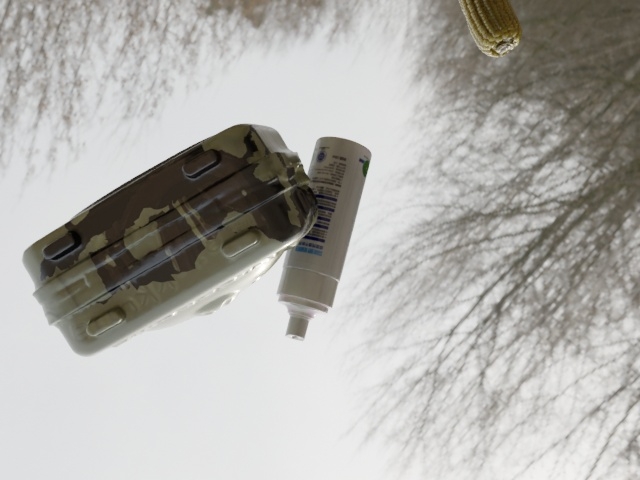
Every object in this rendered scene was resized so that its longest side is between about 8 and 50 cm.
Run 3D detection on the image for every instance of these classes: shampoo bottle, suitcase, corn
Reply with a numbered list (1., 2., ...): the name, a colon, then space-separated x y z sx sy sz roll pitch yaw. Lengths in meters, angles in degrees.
1. shampoo bottle: 0.000 0.000 1.187 0.092 0.303 0.092 13 169 3
2. suitcase: -0.165 -0.005 1.035 0.194 0.352 0.339 61 -172 -4
3. corn: 0.268 -0.412 1.331 0.080 0.080 0.231 4 -119 -45
